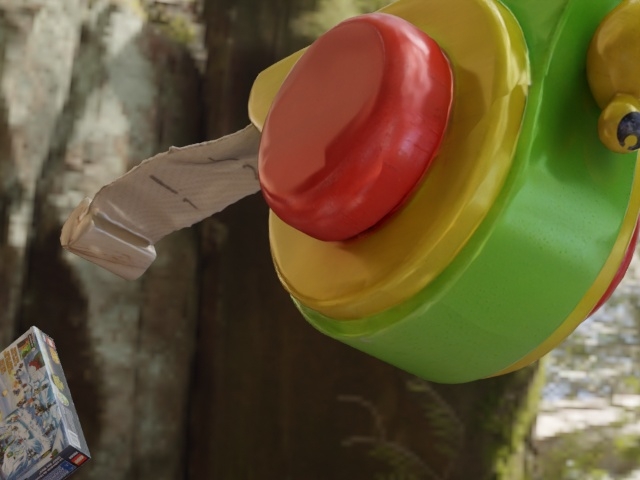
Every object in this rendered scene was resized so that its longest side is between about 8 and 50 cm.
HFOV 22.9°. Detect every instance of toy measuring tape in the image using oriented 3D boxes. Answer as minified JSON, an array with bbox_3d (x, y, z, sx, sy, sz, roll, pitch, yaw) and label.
[{"bbox_3d":[0.000,0.000,0.528,0.330,0.121,0.121,-21,-115,48],"label":"toy measuring tape"}]

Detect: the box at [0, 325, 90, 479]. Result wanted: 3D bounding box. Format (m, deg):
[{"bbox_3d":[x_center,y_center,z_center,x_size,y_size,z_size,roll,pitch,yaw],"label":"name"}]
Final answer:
[{"bbox_3d":[-0.233,0.142,1.214,0.094,0.027,0.137,-38,-137,9],"label":"box"}]
